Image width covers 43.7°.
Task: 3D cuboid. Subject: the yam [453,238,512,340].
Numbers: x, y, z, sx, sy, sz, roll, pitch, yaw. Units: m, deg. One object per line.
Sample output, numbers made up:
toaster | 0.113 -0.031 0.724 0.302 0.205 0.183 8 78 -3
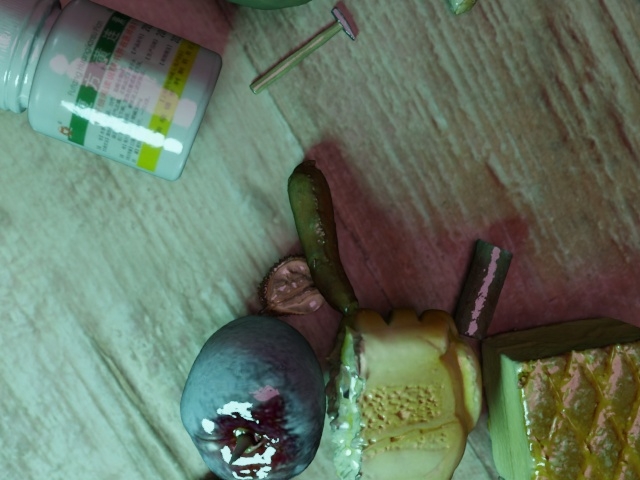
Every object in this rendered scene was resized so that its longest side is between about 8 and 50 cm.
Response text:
yam | 0.282 0.087 1.393 0.068 0.068 0.169 16 93 -11

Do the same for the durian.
durian | -0.057 0.083 1.328 0.140 0.071 0.110 -33 103 -23

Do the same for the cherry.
cherry | -0.099 0.242 1.225 0.218 0.296 0.255 -11 117 4

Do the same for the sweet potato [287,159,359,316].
sweet potato | 0.000 0.000 1.292 0.075 0.075 0.273 -12 71 -9

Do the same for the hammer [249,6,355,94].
hammer | -0.032 -0.304 1.325 0.199 0.013 0.062 -38 100 -5

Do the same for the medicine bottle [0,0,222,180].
medicine bottle | -0.335 -0.239 1.178 0.339 0.208 0.208 20 92 -12

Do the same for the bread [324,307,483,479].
bread | 0.129 0.254 1.319 0.270 0.211 0.316 -6 101 -19

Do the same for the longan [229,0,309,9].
longan | -0.061 -0.528 1.137 0.336 0.404 0.404 30 89 31

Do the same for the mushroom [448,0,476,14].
mushroom | 0.222 -0.481 1.332 0.054 0.059 0.202 -16 97 -12

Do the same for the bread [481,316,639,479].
bread | 0.441 0.287 1.371 0.279 0.207 0.279 -12 96 -8
